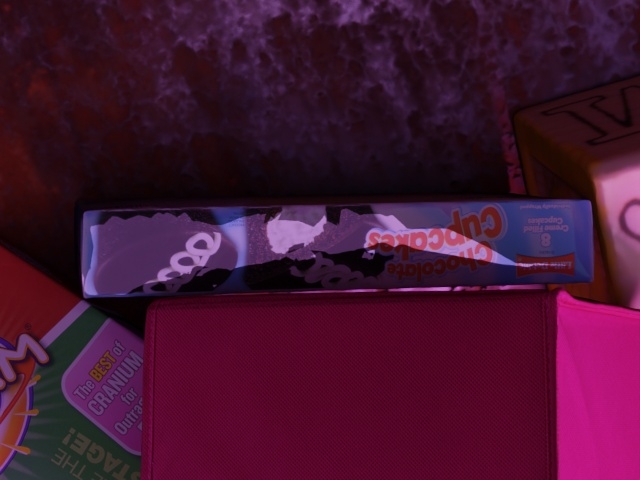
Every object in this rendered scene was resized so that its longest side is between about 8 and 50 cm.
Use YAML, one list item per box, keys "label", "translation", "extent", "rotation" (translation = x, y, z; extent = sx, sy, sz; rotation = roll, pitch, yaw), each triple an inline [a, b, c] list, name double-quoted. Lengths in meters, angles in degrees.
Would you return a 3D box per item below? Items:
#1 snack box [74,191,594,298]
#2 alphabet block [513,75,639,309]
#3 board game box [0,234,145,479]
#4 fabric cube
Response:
- label: "snack box"
  translation: [0.000, 0.000, 1.195]
  extent: [0.322, 0.187, 0.060]
  rotation: [-1, 93, -9]
- label: "alphabet block"
  translation: [0.266, -0.011, 1.243]
  extent: [0.197, 0.193, 0.192]
  rotation: [-15, 106, -6]
- label: "board game box"
  translation: [-0.231, 0.129, 1.189]
  extent: [0.316, 0.064, 0.242]
  rotation: [32, 90, 3]
- label: "fabric cube"
  translation: [0.067, 0.162, 1.066]
  extent: [0.258, 0.254, 0.259]
  rotation: [-4, 82, 29]
